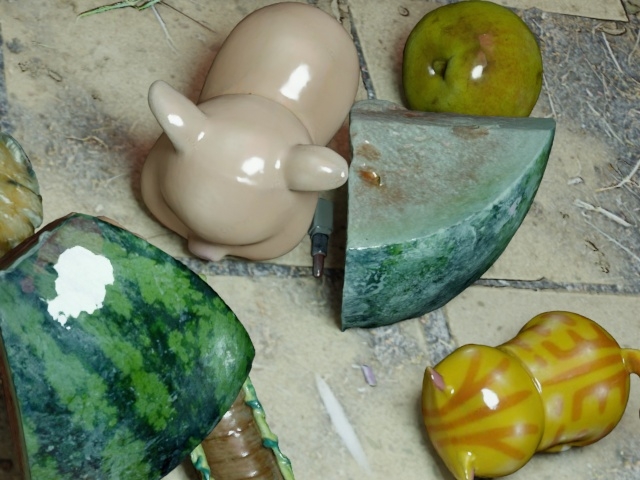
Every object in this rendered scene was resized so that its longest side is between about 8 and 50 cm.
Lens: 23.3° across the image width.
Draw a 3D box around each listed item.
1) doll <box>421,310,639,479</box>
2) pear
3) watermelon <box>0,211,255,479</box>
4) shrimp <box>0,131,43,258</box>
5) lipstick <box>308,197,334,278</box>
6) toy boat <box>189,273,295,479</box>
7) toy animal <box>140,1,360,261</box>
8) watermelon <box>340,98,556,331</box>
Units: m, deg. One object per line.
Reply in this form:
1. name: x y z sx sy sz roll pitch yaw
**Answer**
1. doll: 0.232 0.178 1.760 0.269 0.162 0.167 -19 79 -25
2. pear: 0.200 -0.224 2.043 0.200 0.200 0.200 13 49 -16
3. watermelon: -0.265 0.120 1.519 0.283 0.292 0.250 60 40 -32
4. shrimp: -0.465 -0.103 1.708 0.365 0.071 0.233 36 38 5
5. lipstick: 0.000 0.000 1.875 0.025 0.025 0.107 13 56 -16
6. toy boat: -0.101 0.185 1.632 0.108 0.099 0.293 -6 65 -32
7. toy animal: -0.069 -0.127 1.796 0.237 0.269 0.326 24 87 2
8. watermelon: 0.114 -0.065 1.863 0.387 0.228 0.258 -34 70 -33
